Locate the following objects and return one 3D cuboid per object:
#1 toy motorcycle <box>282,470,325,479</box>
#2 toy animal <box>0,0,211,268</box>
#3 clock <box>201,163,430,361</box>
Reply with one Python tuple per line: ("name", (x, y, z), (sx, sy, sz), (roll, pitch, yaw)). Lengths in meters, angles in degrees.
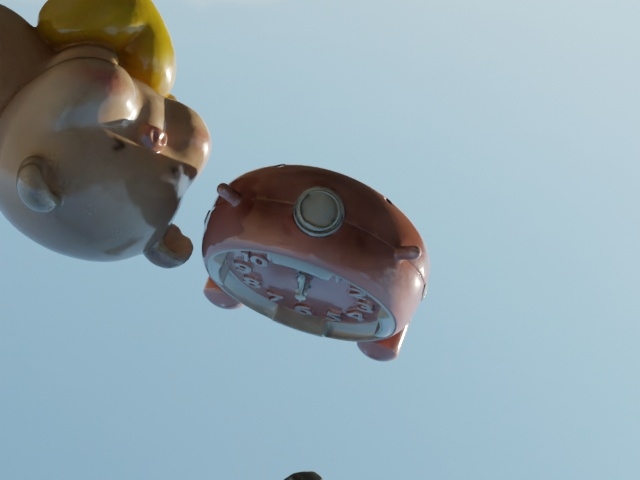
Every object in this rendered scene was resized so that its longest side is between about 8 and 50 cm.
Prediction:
("toy motorcycle", (-0.085, 0.348, 1.755), (0.125, 0.274, 0.187), (7, -129, -61))
("toy animal", (-0.247, -0.117, 1.489), (0.345, 0.277, 0.247), (30, -168, -35))
("clock", (0.000, 0.000, 1.506), (0.227, 0.142, 0.241), (18, 162, 6))
